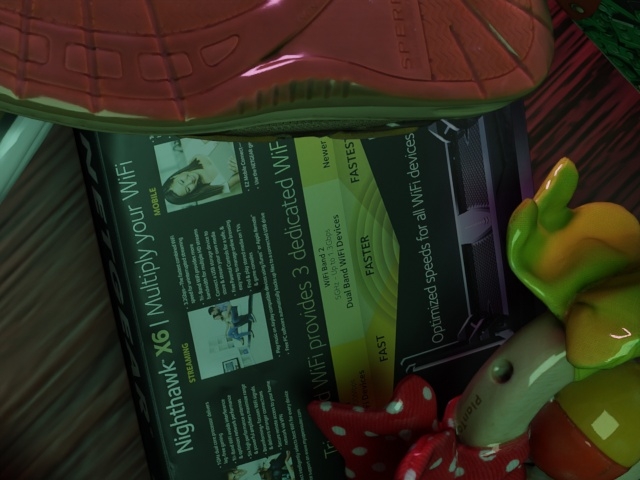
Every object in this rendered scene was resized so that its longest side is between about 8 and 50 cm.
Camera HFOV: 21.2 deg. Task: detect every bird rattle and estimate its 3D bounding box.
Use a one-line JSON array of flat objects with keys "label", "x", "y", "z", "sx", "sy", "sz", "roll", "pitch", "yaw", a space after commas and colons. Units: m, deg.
[{"label": "bird rattle", "x": 0.131, "y": 0.098, "z": 0.949, "sx": 0.207, "sy": 0.143, "sz": 0.253, "roll": 30, "pitch": 98, "yaw": -43}]

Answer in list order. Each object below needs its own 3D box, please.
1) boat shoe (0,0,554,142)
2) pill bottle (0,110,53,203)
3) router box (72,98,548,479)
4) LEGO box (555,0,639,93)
[{"label": "boat shoe", "x": -0.061, "y": -0.095, "z": 0.810, "sx": 0.342, "sy": 0.123, "sz": 0.123, "roll": -2, "pitch": 76, "yaw": -27}, {"label": "pill bottle", "x": -0.220, "y": -0.093, "z": 0.839, "sx": 0.184, "sy": 0.103, "sz": 0.103, "roll": 33, "pitch": 95, "yaw": -7}, {"label": "router box", "x": 0.000, "y": 0.000, "z": 0.977, "sx": 0.243, "sy": 0.081, "sz": 0.309, "roll": -15, "pitch": 112, "yaw": -15}, {"label": "LEGO box", "x": 0.393, "y": -0.228, "z": 0.913, "sx": 0.372, "sy": 0.193, "sz": 0.500, "roll": 42, "pitch": 74, "yaw": -26}]
